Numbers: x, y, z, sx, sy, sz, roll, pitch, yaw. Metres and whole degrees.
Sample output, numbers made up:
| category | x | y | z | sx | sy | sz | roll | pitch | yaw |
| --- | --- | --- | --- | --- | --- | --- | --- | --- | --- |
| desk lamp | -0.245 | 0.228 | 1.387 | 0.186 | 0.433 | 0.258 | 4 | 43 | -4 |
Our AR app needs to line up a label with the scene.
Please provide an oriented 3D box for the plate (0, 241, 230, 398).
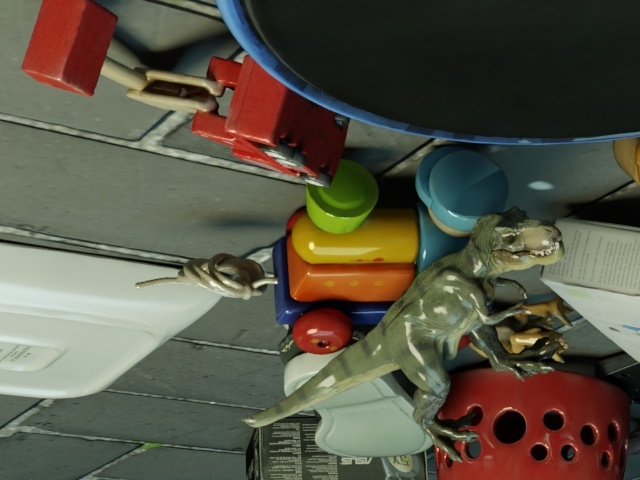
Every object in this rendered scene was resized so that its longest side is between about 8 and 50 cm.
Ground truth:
| category | x | y | z | sx | sy | sz | roll | pitch | yaw |
| --- | --- | --- | --- | --- | --- | --- | --- | --- | --- |
| plate | -0.252 | 0.075 | 1.212 | 0.278 | 0.045 | 0.277 | 10 | 155 | -28 |

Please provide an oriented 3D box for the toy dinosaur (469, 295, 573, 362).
| category | x | y | z | sx | sy | sz | roll | pitch | yaw |
| --- | --- | --- | --- | --- | --- | --- | --- | --- | --- |
| toy dinosaur | 0.148 | 0.082 | 1.258 | 0.112 | 0.064 | 0.211 | -20 | 152 | 38 |

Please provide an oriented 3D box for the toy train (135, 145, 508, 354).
| category | x | y | z | sx | sy | sz | roll | pitch | yaw |
| --- | --- | --- | --- | --- | --- | --- | --- | --- | --- |
| toy train | 0.000 | 0.000 | 1.001 | 0.248 | 0.105 | 0.143 | 0 | 147 | -7 |

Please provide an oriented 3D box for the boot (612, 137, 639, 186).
| category | x | y | z | sx | sy | sz | roll | pitch | yaw |
| --- | --- | --- | --- | --- | --- | --- | --- | --- | --- |
| boot | 0.326 | -0.021 | 0.862 | 0.295 | 0.104 | 0.211 | 7 | -168 | -9 |

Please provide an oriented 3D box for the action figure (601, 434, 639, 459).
| category | x | y | z | sx | sy | sz | roll | pitch | yaw |
| --- | --- | --- | --- | --- | --- | --- | --- | --- | --- |
| action figure | 0.193 | 0.323 | 1.594 | 0.370 | 0.275 | 0.248 | 4 | 162 | -3 |

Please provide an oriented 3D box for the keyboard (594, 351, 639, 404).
| category | x | y | z | sx | sy | sz | roll | pitch | yaw |
| --- | --- | --- | --- | --- | --- | --- | --- | --- | --- |
| keyboard | 0.337 | 0.137 | 1.474 | 0.108 | 0.023 | 0.180 | -27 | 147 | 34 |

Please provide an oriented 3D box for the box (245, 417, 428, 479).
| category | x | y | z | sx | sy | sz | roll | pitch | yaw |
| --- | --- | --- | --- | --- | --- | --- | --- | --- | --- |
| box | 0.014 | 0.249 | 1.630 | 0.180 | 0.077 | 0.147 | 1 | 157 | -9 |

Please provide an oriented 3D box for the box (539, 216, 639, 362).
| category | x | y | z | sx | sy | sz | roll | pitch | yaw |
| --- | --- | --- | --- | --- | --- | --- | --- | --- | --- |
| box | 0.330 | 0.070 | 1.140 | 0.232 | 0.058 | 0.322 | 11 | 167 | 30 |

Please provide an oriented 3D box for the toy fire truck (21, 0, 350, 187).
| category | x | y | z | sx | sy | sz | roll | pitch | yaw |
| --- | --- | --- | --- | --- | --- | --- | --- | --- | --- |
| toy fire truck | -0.067 | -0.080 | 0.826 | 0.135 | 0.047 | 0.192 | 16 | 177 | 15 |

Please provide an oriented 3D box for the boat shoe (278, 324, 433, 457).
| category | x | y | z | sx | sy | sz | roll | pitch | yaw |
| --- | --- | --- | --- | --- | --- | --- | --- | --- | --- |
| boat shoe | 0.036 | 0.118 | 1.291 | 0.114 | 0.091 | 0.302 | -6 | 156 | 6 |

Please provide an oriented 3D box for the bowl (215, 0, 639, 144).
| category | x | y | z | sx | sy | sz | roll | pitch | yaw |
| --- | --- | --- | --- | --- | --- | --- | --- | --- | --- |
| bowl | 0.133 | -0.152 | 0.665 | 0.391 | 0.077 | 0.391 | -3 | 158 | -1 |

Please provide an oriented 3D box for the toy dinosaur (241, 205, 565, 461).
| category | x | y | z | sx | sy | sz | roll | pitch | yaw |
| --- | --- | --- | --- | --- | --- | --- | --- | --- | --- |
| toy dinosaur | 0.079 | 0.075 | 0.982 | 0.118 | 0.064 | 0.268 | 39 | 121 | -18 |

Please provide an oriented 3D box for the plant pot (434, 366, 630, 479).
| category | x | y | z | sx | sy | sz | roll | pitch | yaw |
| --- | --- | --- | --- | --- | --- | --- | --- | --- | --- |
| plant pot | 0.204 | 0.228 | 1.450 | 0.191 | 0.174 | 0.191 | 4 | 160 | 1 |
